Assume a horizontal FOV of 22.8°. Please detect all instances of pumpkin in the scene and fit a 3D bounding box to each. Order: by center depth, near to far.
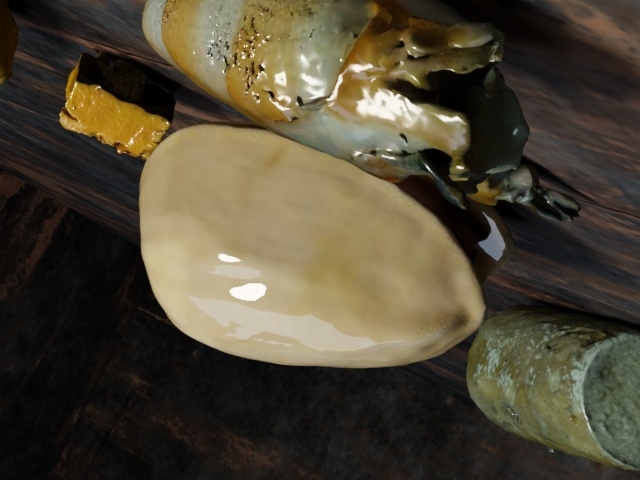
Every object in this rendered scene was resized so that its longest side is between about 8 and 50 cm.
[{"bbox_3d":[-0.137,-0.097,1.092,0.074,0.054,0.083,21,-164,-13],"label":"pumpkin"}]

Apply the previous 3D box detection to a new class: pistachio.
[{"bbox_3d":[0.000,0.000,0.949,0.229,0.157,0.157,12,169,19],"label":"pistachio"}]

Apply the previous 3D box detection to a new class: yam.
[{"bbox_3d":[0.194,0.107,1.162,0.107,0.107,0.194,29,173,-20],"label":"yam"}]

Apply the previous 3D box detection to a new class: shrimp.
[{"bbox_3d":[0.013,-0.058,0.681,0.185,0.068,0.287,27,176,15],"label":"shrimp"}]

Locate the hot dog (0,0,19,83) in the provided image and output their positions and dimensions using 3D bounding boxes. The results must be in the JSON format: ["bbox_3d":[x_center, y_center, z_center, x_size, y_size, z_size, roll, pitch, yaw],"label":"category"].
[{"bbox_3d":[-0.239,-0.154,0.995,0.083,0.068,0.289,4,171,-5],"label":"hot dog"}]
